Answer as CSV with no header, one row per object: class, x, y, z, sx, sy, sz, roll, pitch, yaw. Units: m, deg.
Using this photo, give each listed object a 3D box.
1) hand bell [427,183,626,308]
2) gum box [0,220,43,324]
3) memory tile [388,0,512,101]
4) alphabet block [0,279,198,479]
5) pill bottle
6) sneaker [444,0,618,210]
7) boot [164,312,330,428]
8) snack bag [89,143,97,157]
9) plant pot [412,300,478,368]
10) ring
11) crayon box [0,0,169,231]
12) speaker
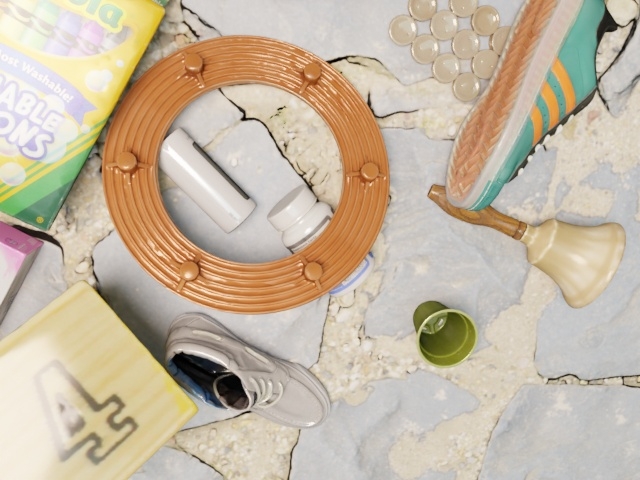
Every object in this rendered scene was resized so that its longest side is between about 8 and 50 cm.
hand bell,0.256,-0.017,0.759,0.242,0.126,0.126,25,100,1
gum box,-0.442,0.063,0.699,0.107,0.062,0.188,29,99,-13
memory tile,0.169,-0.258,0.716,0.148,0.012,0.113,37,97,-13
alphabet block,-0.285,0.183,0.643,0.197,0.192,0.193,-42,100,-23
pill bottle,0.000,0.000,0.728,0.078,0.078,0.137,-40,105,4
sneaker,0.265,-0.162,0.696,0.121,0.108,0.302,23,98,-20
boot,-0.092,0.196,0.743,0.258,0.123,0.095,32,99,-13
snack bag,-0.468,-0.203,0.627,0.323,0.037,0.343,-19,113,0
plant pot,0.160,0.119,0.777,0.083,0.079,0.083,-2,104,-7
ring,-0.078,-0.083,0.660,0.336,0.032,0.337,1,82,-10
crayon box,-0.305,-0.198,0.589,0.203,0.083,0.323,28,97,-24
speaker,-0.145,-0.074,0.704,0.055,0.055,0.136,-43,104,5
